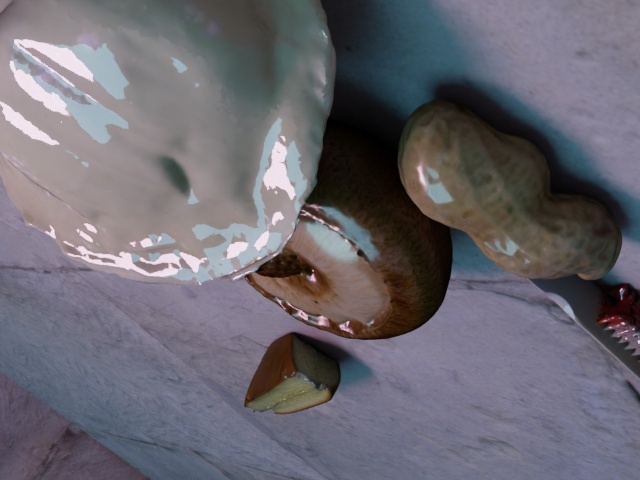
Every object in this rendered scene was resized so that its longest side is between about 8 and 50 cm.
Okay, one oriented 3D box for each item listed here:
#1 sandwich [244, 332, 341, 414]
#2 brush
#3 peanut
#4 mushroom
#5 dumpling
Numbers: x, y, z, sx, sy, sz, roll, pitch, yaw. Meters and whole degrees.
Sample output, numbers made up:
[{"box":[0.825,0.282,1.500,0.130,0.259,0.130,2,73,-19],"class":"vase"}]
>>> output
[{"box":[-0.041,0.212,1.584,0.094,0.096,0.258,29,155,-13],"class":"sandwich"},{"box":[0.253,0.047,0.970,0.321,0.060,0.050,39,142,-19],"class":"brush"},{"box":[0.161,-0.033,0.871,0.228,0.104,0.085,36,-161,-16],"class":"peanut"},{"box":[0.001,-0.014,1.019,0.278,0.163,0.297,33,158,-28],"class":"mushroom"},{"box":[-0.147,-0.103,0.844,0.395,0.233,0.315,-34,86,32],"class":"dumpling"}]
